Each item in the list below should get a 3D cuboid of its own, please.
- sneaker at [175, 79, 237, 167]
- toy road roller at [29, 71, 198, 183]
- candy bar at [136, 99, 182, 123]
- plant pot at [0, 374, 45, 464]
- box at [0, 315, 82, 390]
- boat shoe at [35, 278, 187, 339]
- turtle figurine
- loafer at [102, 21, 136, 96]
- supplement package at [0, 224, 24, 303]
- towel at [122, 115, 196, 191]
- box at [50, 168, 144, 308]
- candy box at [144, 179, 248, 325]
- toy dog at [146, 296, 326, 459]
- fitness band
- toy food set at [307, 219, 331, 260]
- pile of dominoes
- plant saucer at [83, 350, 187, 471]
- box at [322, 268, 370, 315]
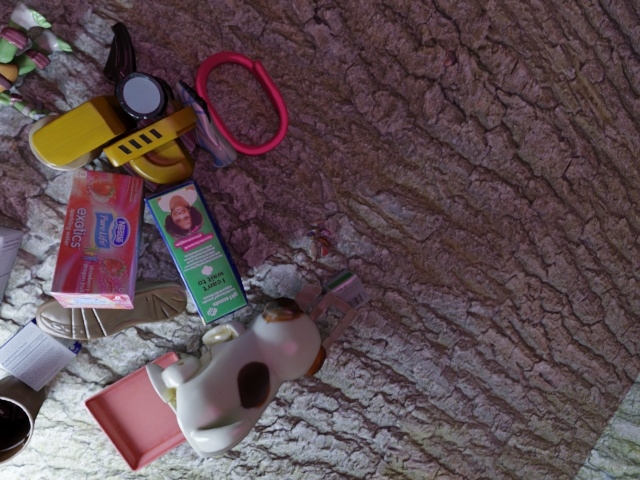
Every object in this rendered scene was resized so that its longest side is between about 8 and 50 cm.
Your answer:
[{"bbox_3d":[-0.309,-0.296,1.033,0.086,0.085,0.237,-28,106,7],"label":"sneaker"},{"bbox_3d":[-0.438,-0.222,0.923,0.330,0.202,0.240,-29,113,-4],"label":"toy road roller"},{"bbox_3d":[-0.438,-0.319,1.054,0.161,0.018,0.040,-39,107,-10],"label":"candy bar"},{"bbox_3d":[-0.755,0.411,0.955,0.167,0.165,0.166,-3,98,-18],"label":"plant pot"},{"bbox_3d":[-0.708,0.279,1.004,0.126,0.072,0.137,-45,109,-9],"label":"box"},{"bbox_3d":[-0.526,0.169,1.035,0.341,0.110,0.121,-4,106,-22],"label":"boat shoe"},{"bbox_3d":[-0.658,-0.358,0.882,0.266,0.275,0.198,-58,143,-9],"label":"turtle figurine"},{"bbox_3d":[-0.498,-0.423,0.986,0.078,0.080,0.219,-6,99,-19],"label":"loafer"},{"bbox_3d":[-0.808,0.079,0.910,0.134,0.139,0.244,18,89,-21],"label":"supplement package"},{"bbox_3d":[-0.430,-0.245,1.048,0.197,0.029,0.144,-48,115,-6],"label":"towel"},{"bbox_3d":[-0.507,0.001,0.942,0.154,0.142,0.299,6,67,-20],"label":"box"},{"bbox_3d":[-0.303,0.014,1.008,0.122,0.268,0.317,-25,104,-11],"label":"candy box"},{"bbox_3d":[-0.189,0.319,1.031,0.408,0.395,0.284,-35,93,-26],"label":"toy dog"},{"bbox_3d":[-0.215,-0.377,1.109,0.209,0.054,0.290,-35,105,-9],"label":"fitness band"},{"bbox_3d":[0.000,0.000,1.244,0.078,0.019,0.122,-14,101,-17],"label":"toy food set"},{"bbox_3d":[-0.036,0.251,1.219,0.196,0.040,0.251,38,97,-8],"label":"pile of dominoes"},{"bbox_3d":[-0.468,0.472,1.125,0.258,0.048,0.259,-29,104,-14],"label":"plant saucer"},{"bbox_3d":[0.080,0.162,1.255,0.101,0.087,0.102,-33,105,-12],"label":"box"}]
